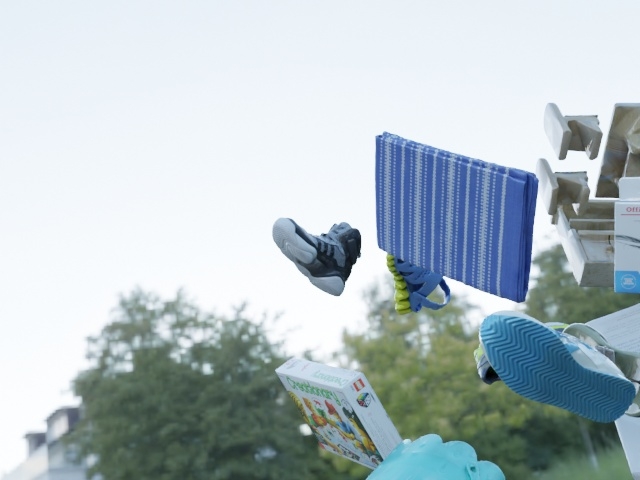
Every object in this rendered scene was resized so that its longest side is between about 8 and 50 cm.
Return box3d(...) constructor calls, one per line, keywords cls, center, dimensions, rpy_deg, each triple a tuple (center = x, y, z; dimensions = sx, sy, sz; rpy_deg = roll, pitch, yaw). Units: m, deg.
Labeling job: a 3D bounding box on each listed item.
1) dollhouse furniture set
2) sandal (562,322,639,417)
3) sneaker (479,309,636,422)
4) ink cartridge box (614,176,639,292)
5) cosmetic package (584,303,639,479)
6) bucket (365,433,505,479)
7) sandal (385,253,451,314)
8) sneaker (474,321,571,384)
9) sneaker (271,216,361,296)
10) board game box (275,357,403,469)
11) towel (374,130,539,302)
box3d(cls="dollhouse furniture set", center=(0.638, -0.131, 2.029), dimensions=(0.362, 0.256, 0.394), rpy_deg=(0, -55, -2))
box3d(cls="sandal", center=(0.539, 0.249, 1.814), dimensions=(0.086, 0.120, 0.303), rpy_deg=(7, 12, -23))
box3d(cls="sneaker", center=(0.274, 0.146, 1.149), dimensions=(0.228, 0.092, 0.087), rpy_deg=(30, -79, -25))
box3d(cls="ink cartridge box", center=(0.513, -0.009, 1.469), dimensions=(0.104, 0.180, 0.060), rpy_deg=(0, 5, 24))
box3d(cls="cosmetic package", center=(0.715, 0.369, 2.009), dimensions=(0.161, 0.453, 0.230), rpy_deg=(-23, -58, 17))
box3d(cls="bucket", center=(0.151, 0.448, 1.382), dimensions=(0.281, 0.281, 0.183), rpy_deg=(-34, -4, 42))
box3d(cls="sandal", center=(0.244, 0.070, 2.329), dimensions=(0.138, 0.126, 0.317), rpy_deg=(7, -36, 22))
box3d(cls="sneaker", center=(0.543, 0.306, 2.447), dimensions=(0.300, 0.121, 0.111), rpy_deg=(-22, -62, 23))
box3d(cls="sneaker", center=(0.000, 0.000, 2.161), dimensions=(0.101, 0.153, 0.268), rpy_deg=(16, -26, 46))
box3d(cls="board game box", center=(0.037, 0.318, 1.738), dimensions=(0.053, 0.193, 0.305), rpy_deg=(-34, 12, -22))
box3d(cls="towel", center=(0.228, -0.046, 1.651), dimensions=(0.040, 0.336, 0.243), rpy_deg=(-24, -57, -39))
